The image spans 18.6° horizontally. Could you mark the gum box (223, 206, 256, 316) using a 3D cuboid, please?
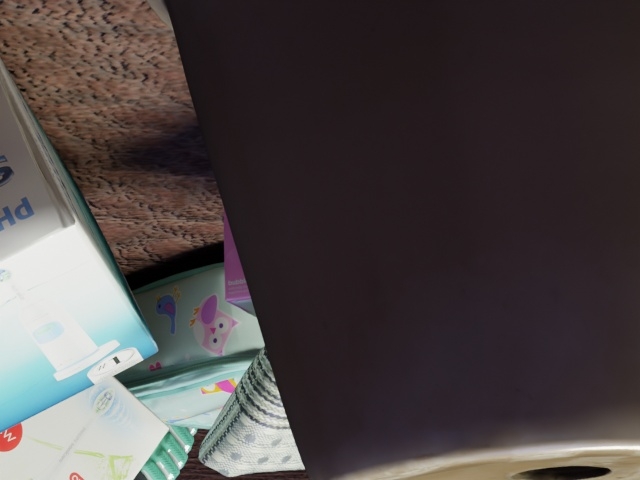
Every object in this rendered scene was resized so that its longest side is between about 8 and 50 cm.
[{"bbox_3d":[0.000,0.000,1.201,0.062,0.107,0.188,-9,163,19],"label":"gum box"}]

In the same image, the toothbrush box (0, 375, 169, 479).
[{"bbox_3d":[-0.274,0.175,1.339,0.206,0.283,0.122,45,145,-14],"label":"toothbrush box"}]

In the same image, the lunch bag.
[{"bbox_3d":[-0.019,0.091,1.516,0.279,0.107,0.224,11,159,-40],"label":"lunch bag"}]

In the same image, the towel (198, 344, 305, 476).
[{"bbox_3d":[0.121,0.023,1.165,0.324,0.056,0.312,2,134,-40],"label":"towel"}]

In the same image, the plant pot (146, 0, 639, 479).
[{"bbox_3d":[0.083,-0.038,0.775,0.323,0.280,0.323,-2,165,0],"label":"plant pot"}]

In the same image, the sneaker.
[{"bbox_3d":[-0.155,0.158,1.585,0.098,0.083,0.224,-27,-169,36],"label":"sneaker"}]

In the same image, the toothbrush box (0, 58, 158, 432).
[{"bbox_3d":[-0.230,0.029,1.101,0.216,0.126,0.295,-27,165,-3],"label":"toothbrush box"}]
